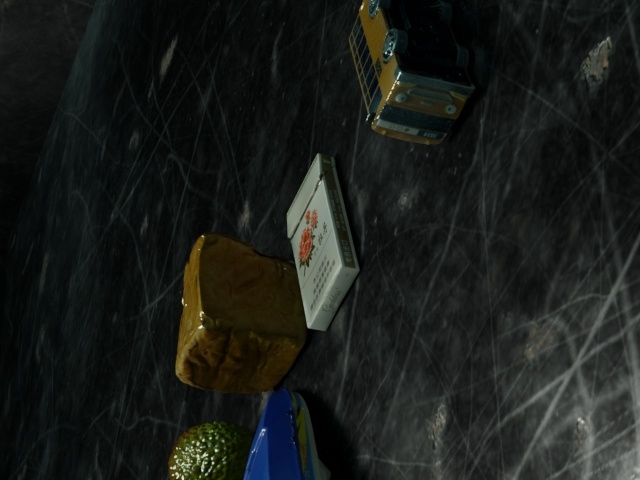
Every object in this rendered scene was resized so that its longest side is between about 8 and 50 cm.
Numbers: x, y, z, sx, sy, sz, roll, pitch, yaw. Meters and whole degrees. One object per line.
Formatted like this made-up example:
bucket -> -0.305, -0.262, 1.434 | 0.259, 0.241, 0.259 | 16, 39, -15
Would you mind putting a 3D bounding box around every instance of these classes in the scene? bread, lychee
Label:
bread -> -0.104, 0.095, 1.668 | 0.158, 0.143, 0.149 | -95, 26, -45
lychee -> -0.135, 0.285, 1.696 | 0.146, 0.114, 0.114 | -37, 44, 37

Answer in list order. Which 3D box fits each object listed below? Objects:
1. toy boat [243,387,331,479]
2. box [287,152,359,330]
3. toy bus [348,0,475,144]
toy boat -> -0.039, 0.251, 1.513 | 0.295, 0.088, 0.129 | -102, 28, -67
box -> 0.000, 0.000, 1.598 | 0.198, 0.029, 0.109 | -102, 31, -45
toy bus -> 0.088, -0.181, 1.371 | 0.182, 0.091, 0.103 | -101, 28, -48
